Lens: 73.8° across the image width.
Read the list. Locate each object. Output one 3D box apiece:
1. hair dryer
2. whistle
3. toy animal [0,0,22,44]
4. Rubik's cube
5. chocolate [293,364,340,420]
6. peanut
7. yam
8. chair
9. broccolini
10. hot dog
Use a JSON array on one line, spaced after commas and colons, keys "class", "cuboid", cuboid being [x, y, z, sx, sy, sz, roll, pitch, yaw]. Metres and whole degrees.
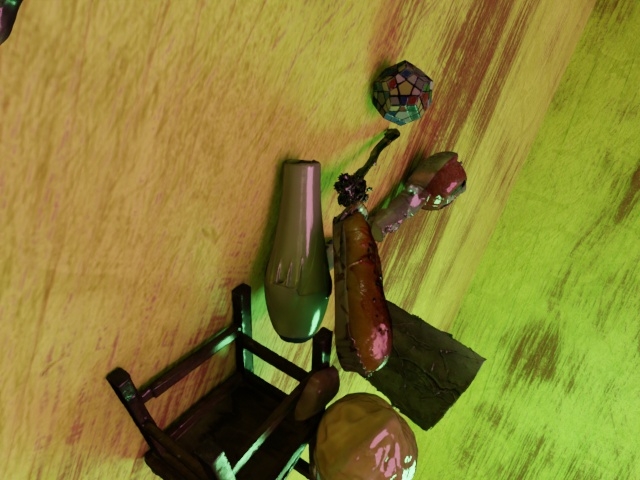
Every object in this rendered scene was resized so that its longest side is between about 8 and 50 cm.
[{"class": "hair dryer", "cuboid": [-0.010, -0.018, 0.730, 0.298, 0.118, 0.296, -58, 152, -46]}, {"class": "whistle", "cuboid": [0.244, -0.109, 1.031, 0.346, 0.134, 0.142, -37, 179, -28]}, {"class": "toy animal", "cuboid": [-0.265, -0.112, 0.224, 0.217, 0.073, 0.176, -34, 146, -50]}, {"class": "Rubik's cube", "cuboid": [0.148, -0.264, 0.767, 0.093, 0.111, 0.111, -19, 134, -17]}, {"class": "chocolate", "cuboid": [0.003, 0.214, 0.591, 0.065, 0.031, 0.100, -66, 158, 2]}, {"class": "peanut", "cuboid": [0.061, 0.301, 0.619, 0.152, 0.152, 0.313, -54, 165, -19]}, {"class": "yam", "cuboid": [0.222, 0.306, 1.107, 0.241, 0.348, 0.241, -34, 141, -33]}, {"class": "chair", "cuboid": [-0.128, 0.318, 0.673, 0.240, 0.203, 0.416, -40, 142, -45]}, {"class": "broccolini", "cuboid": [0.103, -0.144, 0.790, 0.254, 0.057, 0.071, -50, 167, -36]}, {"class": "hot dog", "cuboid": [0.062, 0.072, 0.656, 0.163, 0.081, 0.271, 73, 14, -65]}]
